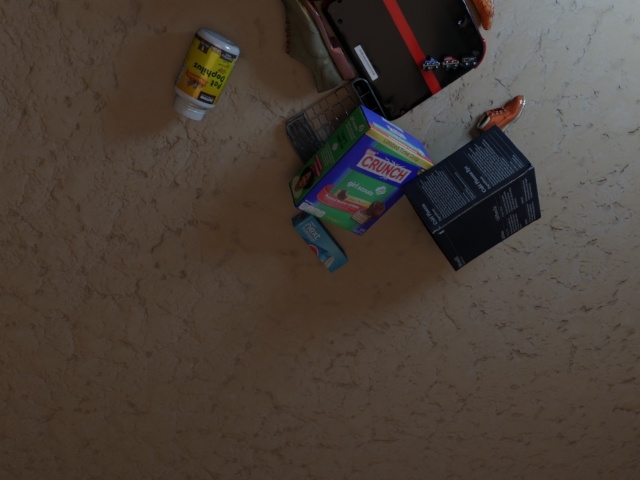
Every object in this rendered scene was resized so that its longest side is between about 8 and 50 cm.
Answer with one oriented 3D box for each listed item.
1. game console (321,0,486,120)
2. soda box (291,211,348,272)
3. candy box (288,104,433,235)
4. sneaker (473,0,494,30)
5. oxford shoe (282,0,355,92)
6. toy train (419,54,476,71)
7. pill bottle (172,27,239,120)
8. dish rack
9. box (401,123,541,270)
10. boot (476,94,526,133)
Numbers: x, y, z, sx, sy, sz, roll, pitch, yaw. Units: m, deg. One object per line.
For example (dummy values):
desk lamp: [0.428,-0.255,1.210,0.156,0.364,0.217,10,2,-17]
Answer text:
game console: [0.238,-0.564,1.482,0.342,0.060,0.387,-31,118,11]
soda box: [0.000,0.000,1.725,0.071,0.067,0.210,-34,117,9]
candy box: [0.113,-0.186,1.546,0.268,0.122,0.317,21,125,-37]
sneaker: [0.429,-0.652,1.468,0.067,0.064,0.175,-8,115,17]
oxford shoe: [-0.048,-0.534,1.406,0.130,0.123,0.348,-30,117,14]
toy train: [0.348,-0.484,1.491,0.158,0.027,0.036,-7,117,-3]
pill bottle: [-0.303,-0.425,1.419,0.117,0.117,0.215,23,112,-20]
dish rack: [0.047,-0.316,1.563,0.271,0.074,0.208,-30,118,7]
box: [0.448,-0.109,1.600,0.312,0.179,0.343,-34,149,8]
boot: [0.537,-0.375,1.627,0.084,0.059,0.158,31,110,-18]
